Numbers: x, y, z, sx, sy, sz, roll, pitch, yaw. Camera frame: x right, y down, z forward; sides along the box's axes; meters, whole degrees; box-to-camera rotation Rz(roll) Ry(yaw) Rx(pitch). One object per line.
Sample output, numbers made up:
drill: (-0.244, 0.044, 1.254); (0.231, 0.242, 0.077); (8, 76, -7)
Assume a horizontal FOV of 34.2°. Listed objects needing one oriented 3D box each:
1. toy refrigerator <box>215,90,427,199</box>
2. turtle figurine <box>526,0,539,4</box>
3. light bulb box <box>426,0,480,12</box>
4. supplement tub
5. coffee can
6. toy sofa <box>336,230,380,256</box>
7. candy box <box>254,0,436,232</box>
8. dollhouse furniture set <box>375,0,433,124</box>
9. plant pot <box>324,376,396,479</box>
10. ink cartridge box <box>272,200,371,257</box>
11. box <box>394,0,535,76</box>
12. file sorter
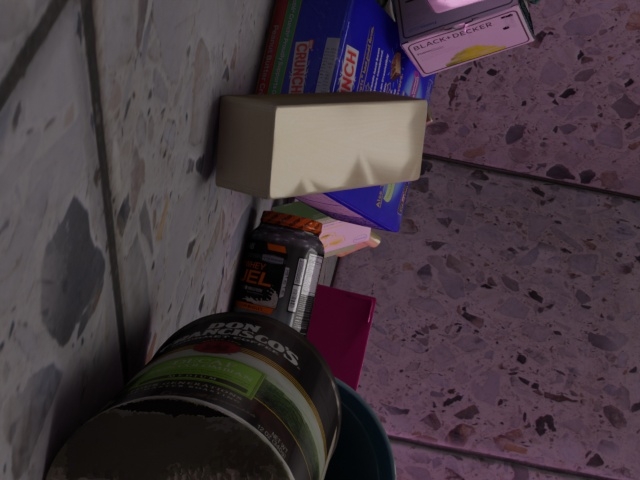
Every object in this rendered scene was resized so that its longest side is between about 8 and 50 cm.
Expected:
toy refrigerator: (0.004, -0.116, 1.204); (0.270, 0.094, 0.102); (-11, 111, -47)
turtle figurine: (0.310, -0.393, 1.345); (0.175, 0.118, 0.234); (-56, -143, 1)
light bulb box: (0.173, -0.529, 1.207); (0.358, 0.225, 0.361); (44, 50, -41)
supplement tub: (-0.061, 0.057, 1.533); (0.117, 0.117, 0.190); (53, 49, -84)
coffee can: (-0.094, 0.190, 0.894); (0.275, 0.202, 0.201); (-56, 158, -79)
toy sofa: (0.077, -0.164, 2.021); (0.177, 0.150, 0.362); (-23, -137, 44)
candy box: (0.034, -0.177, 1.436); (0.317, 0.122, 0.268); (27, 75, -63)
dollhouse furniture set: (0.012, -0.305, 1.763); (0.286, 0.198, 0.303); (-24, -108, 47)
plant pot: (-0.069, 0.317, 1.362); (0.255, 0.272, 0.271); (133, -27, -68)
ink cartridge box: (0.000, 0.000, 1.837); (0.235, 0.171, 0.056); (94, -22, -59)
box: (0.185, -0.387, 1.451); (0.087, 0.169, 0.289); (44, 35, -55)
file sorter: (-0.045, 0.234, 1.712); (0.182, 0.202, 0.290); (100, 4, -65)
